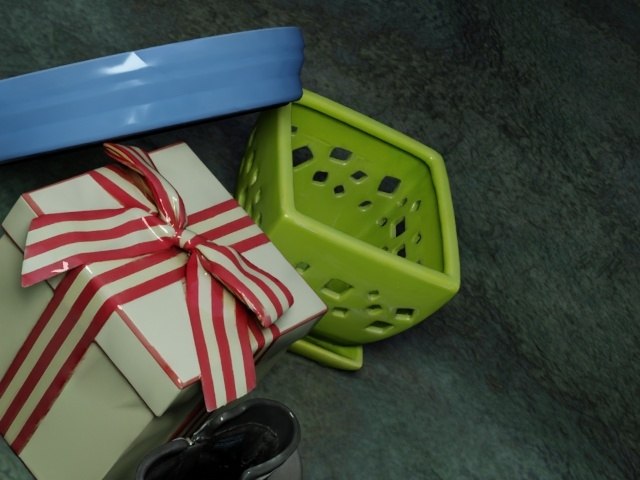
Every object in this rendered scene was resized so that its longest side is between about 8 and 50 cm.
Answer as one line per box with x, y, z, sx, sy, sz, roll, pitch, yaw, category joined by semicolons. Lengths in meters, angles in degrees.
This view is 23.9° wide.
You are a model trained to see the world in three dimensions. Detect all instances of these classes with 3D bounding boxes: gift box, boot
-0.174;0.082;1.384;0.255;0.258;0.276;45;35;8;gift box
-0.077;0.216;1.356;0.118;0.222;0.338;45;35;8;boot

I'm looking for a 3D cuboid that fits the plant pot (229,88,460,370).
0.000;0.000;1.676;0.227;0.207;0.228;24;38;-23;plant pot

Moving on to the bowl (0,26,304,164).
-0.204;-0.138;1.526;0.391;0.391;0.077;-17;97;-50;bowl
